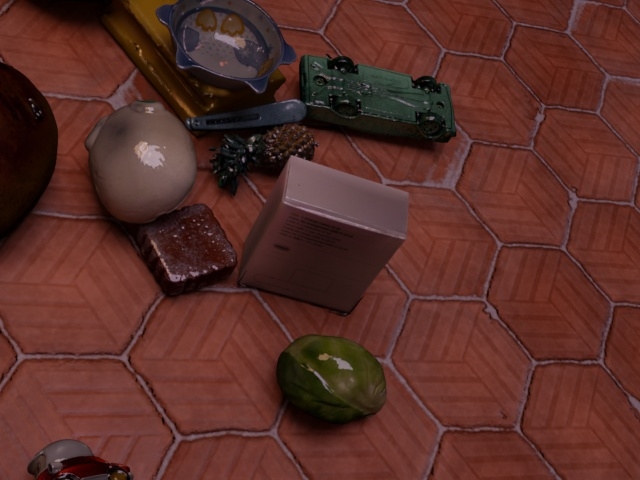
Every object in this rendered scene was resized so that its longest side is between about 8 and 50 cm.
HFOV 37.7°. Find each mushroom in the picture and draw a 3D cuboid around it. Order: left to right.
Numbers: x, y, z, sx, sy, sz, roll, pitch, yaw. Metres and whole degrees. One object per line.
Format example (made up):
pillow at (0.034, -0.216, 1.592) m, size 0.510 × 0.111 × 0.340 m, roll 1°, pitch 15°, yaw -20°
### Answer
mushroom at (-0.567, -0.154, 1.416) m, size 0.345 × 0.260 × 0.345 m, roll 14°, pitch 69°, yaw -42°

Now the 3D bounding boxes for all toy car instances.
toy car at (-0.332, 0.319, 1.255) m, size 0.139 × 0.112 × 0.112 m, roll -6°, pitch 45°, yaw -38°
toy car at (0.110, -0.274, 1.839) m, size 0.321 × 0.097 × 0.141 m, roll 9°, pitch 55°, yaw -17°

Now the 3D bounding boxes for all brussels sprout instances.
brussels sprout at (0.020, 0.216, 1.454) m, size 0.183 × 0.145 × 0.131 m, roll 22°, pitch 79°, yaw -3°

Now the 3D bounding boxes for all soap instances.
soap at (-0.235, -0.358, 1.743) m, size 0.204 × 0.096 × 0.324 m, roll -29°, pitch 74°, yaw -36°

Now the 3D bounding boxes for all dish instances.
dish at (-0.178, -0.326, 1.630) m, size 0.236 × 0.086 × 0.228 m, roll 34°, pitch 52°, yaw -1°

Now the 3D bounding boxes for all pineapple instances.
pineapple at (-0.095, -0.152, 1.676) m, size 0.221 × 0.103 × 0.083 m, roll -16°, pitch 44°, yaw -35°

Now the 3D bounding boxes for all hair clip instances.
hair clip at (-0.144, -0.211, 1.657) m, size 0.275 × 0.083 × 0.048 m, roll -18°, pitch 102°, yaw -48°

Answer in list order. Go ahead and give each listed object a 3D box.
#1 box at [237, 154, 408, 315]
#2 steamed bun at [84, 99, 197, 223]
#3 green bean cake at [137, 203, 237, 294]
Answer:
box at (0.000, 0.000, 1.510) m, size 0.203 × 0.251 × 0.106 m, roll 17°, pitch 53°, yaw -12°
steamed bun at (-0.296, -0.140, 1.511) m, size 0.177 × 0.130 × 0.228 m, roll -24°, pitch 46°, yaw 7°
green bean cake at (-0.219, 0.014, 1.528) m, size 0.136 × 0.056 × 0.135 m, roll -18°, pitch 68°, yaw -32°
